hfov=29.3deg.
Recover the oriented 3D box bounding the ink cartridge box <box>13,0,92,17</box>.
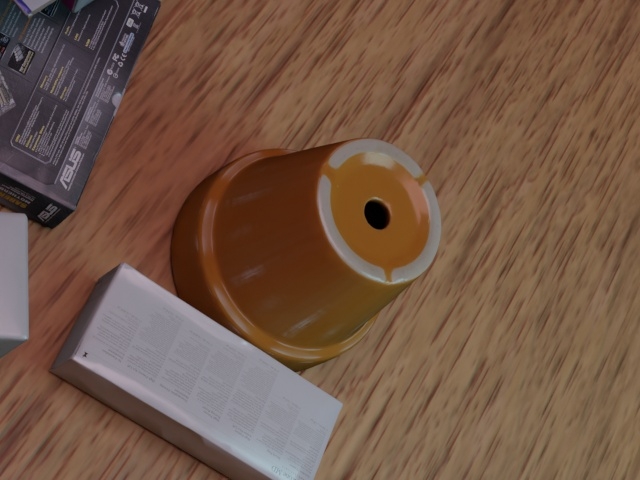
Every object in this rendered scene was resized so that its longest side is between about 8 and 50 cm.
[{"bbox_3d":[-0.268,-0.357,1.050,0.324,0.071,0.330,47,46,-4],"label":"ink cartridge box"}]

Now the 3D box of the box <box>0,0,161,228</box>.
[{"bbox_3d":[-0.258,-0.152,1.043,0.183,0.056,0.231,28,60,-22],"label":"box"}]

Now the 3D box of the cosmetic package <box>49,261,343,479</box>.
[{"bbox_3d":[-0.103,0.127,1.049,0.239,0.060,0.099,35,56,-19],"label":"cosmetic package"}]

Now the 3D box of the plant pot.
[{"bbox_3d":[0.000,0.000,1.080,0.205,0.188,0.205,11,69,-30],"label":"plant pot"}]

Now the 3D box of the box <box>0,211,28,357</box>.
[{"bbox_3d":[-0.279,0.037,0.938,0.087,0.102,0.101,5,71,-30],"label":"box"}]
